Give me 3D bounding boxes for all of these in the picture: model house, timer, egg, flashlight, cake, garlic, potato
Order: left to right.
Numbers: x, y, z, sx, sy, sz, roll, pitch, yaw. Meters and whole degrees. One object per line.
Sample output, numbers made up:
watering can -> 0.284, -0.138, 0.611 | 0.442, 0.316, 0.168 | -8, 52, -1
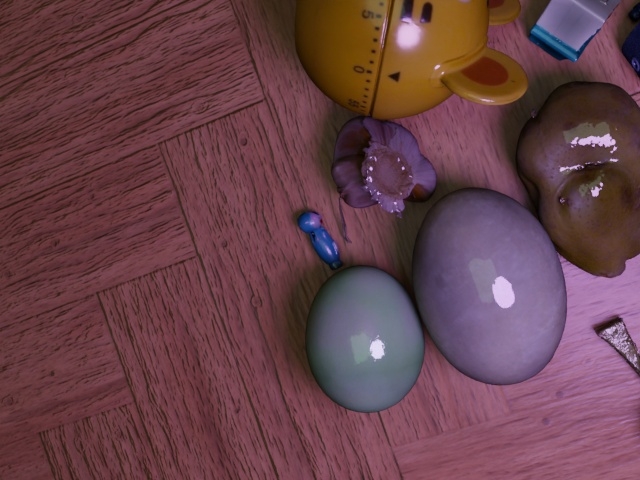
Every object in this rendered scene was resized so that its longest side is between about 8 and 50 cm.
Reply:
flashlight -> 0.000, 0.000, 1.419 | 0.051, 0.051, 0.129 | -28, 93, 12
egg -> 0.082, 0.180, 1.321 | 0.220, 0.220, 0.269 | -2, 84, 12
garlic -> 0.095, -0.091, 1.319 | 0.207, 0.207, 0.256 | 26, 106, 10
timer -> 0.159, -0.374, 1.215 | 0.387, 0.376, 0.376 | 10, 95, 4
egg -> 0.292, 0.080, 1.251 | 0.258, 0.258, 0.352 | -10, 96, 13
model house -> 0.441, -0.385, 1.260 | 0.100, 0.149, 0.127 | 38, 57, 6
potato -> 0.467, -0.101, 1.239 | 0.218, 0.202, 0.351 | -21, 102, 1
cake -> 0.567, 0.201, 1.303 | 0.055, 0.051, 0.140 | -43, 86, 10
flashlight -> 0.601, -0.436, 1.264 | 0.121, 0.035, 0.057 | -39, 86, 11

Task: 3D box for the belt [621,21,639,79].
belt -> 0.612, -0.337, 1.182 | 0.218, 0.122, 0.128 | -49, 56, 51
